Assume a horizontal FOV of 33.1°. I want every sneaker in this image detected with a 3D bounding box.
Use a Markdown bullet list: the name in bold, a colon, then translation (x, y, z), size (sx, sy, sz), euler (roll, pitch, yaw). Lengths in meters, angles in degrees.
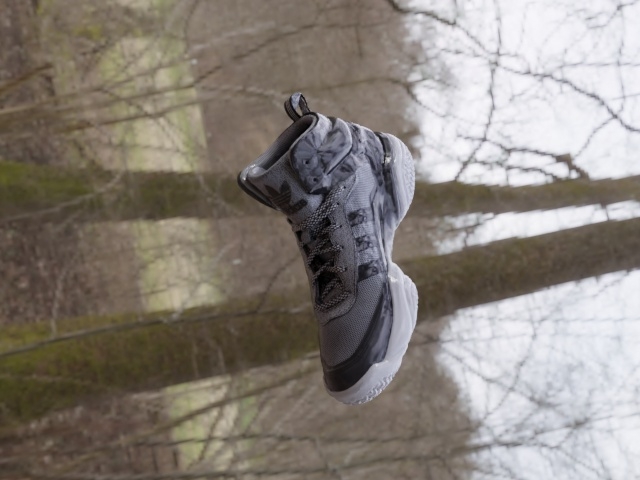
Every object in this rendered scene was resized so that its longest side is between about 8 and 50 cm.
- **sneaker**: translation (0.000, 0.000, 0.924), size (0.101, 0.153, 0.268), euler (-25, -132, 41)
